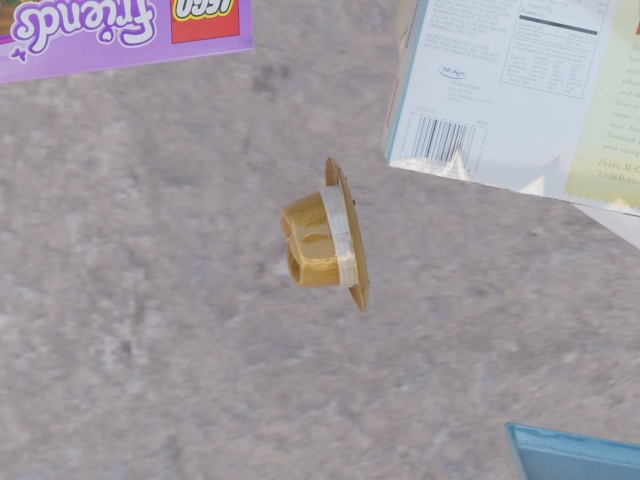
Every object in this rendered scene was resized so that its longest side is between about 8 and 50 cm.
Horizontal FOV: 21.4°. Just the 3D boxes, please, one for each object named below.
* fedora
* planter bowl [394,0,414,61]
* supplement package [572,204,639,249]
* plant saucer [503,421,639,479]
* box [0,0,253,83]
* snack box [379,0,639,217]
[{"bbox_3d":[0.000,0.000,1.866,0.079,0.194,0.194,-11,85,-5],"label":"fedora"},{"bbox_3d":[0.139,-0.194,1.622,0.162,0.109,0.162,15,132,17],"label":"planter bowl"},{"bbox_3d":[0.306,-0.049,1.445,0.179,0.105,0.105,39,121,39],"label":"supplement package"},{"bbox_3d":[0.187,0.127,0.845,0.192,0.067,0.018,9,111,-8],"label":"plant saucer"},{"bbox_3d":[-0.171,-0.169,0.757,0.057,0.293,0.200,20,116,54],"label":"box"},{"bbox_3d":[0.214,-0.108,1.027,0.322,0.060,0.187,11,108,-7],"label":"snack box"}]
